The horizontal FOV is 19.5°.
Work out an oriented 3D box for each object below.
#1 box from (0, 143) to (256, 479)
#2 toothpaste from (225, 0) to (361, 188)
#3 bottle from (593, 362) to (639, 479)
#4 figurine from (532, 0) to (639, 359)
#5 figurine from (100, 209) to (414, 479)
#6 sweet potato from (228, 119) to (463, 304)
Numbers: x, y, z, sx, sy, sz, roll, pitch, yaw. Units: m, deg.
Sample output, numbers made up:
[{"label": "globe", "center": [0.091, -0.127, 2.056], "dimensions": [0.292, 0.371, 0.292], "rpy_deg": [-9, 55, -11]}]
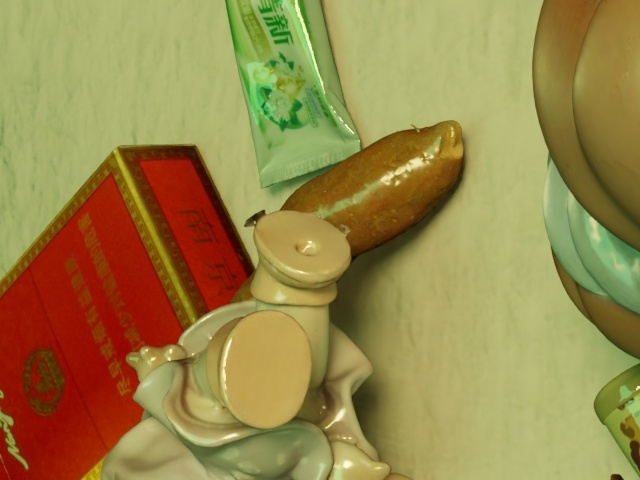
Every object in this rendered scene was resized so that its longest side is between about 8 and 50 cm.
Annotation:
[{"label": "box", "center": [-0.130, 0.071, 1.112], "dimensions": [0.240, 0.074, 0.153], "rpy_deg": [-44, 67, 37]}, {"label": "toothpaste", "center": [-0.036, -0.180, 1.019], "dimensions": [0.074, 0.048, 0.297], "rpy_deg": [-16, 85, 38]}, {"label": "bottle", "center": [0.165, 0.102, 0.828], "dimensions": [0.101, 0.047, 0.063], "rpy_deg": [61, 139, 21]}, {"label": "figurine", "center": [0.186, -0.139, 0.685], "dimensions": [0.276, 0.248, 0.388], "rpy_deg": [5, 87, 48]}, {"label": "figurine", "center": [-0.041, 0.112, 0.947], "dimensions": [0.276, 0.200, 0.133], "rpy_deg": [106, 157, -43]}, {"label": "sweet potato", "center": [0.000, 0.000, 0.963], "dimensions": [0.195, 0.056, 0.056], "rpy_deg": [-43, 63, 23]}]
